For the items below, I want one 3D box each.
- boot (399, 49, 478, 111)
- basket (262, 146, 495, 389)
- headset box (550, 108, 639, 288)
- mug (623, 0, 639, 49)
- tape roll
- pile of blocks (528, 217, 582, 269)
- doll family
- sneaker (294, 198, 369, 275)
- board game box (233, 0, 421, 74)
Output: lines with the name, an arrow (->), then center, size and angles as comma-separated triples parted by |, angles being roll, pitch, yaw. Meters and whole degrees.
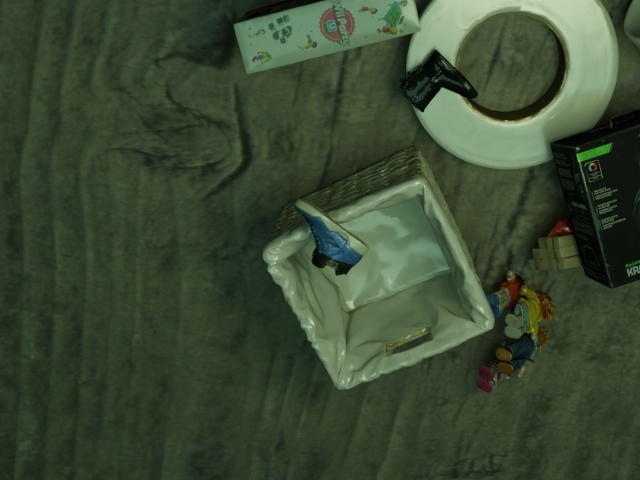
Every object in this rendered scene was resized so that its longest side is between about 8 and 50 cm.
boot -> 0.210, -0.273, 1.880 | 0.121, 0.045, 0.099 | 43, 105, -6
basket -> 0.109, 0.041, 1.964 | 0.328, 0.266, 0.331 | -24, 109, 11
headset box -> 0.569, -0.092, 1.849 | 0.246, 0.131, 0.283 | -17, 100, -4
mug -> 0.762, -0.383, 1.795 | 0.328, 0.276, 0.374 | 38, 78, -18
tape roll -> 0.347, -0.324, 1.916 | 0.392, 0.072, 0.392 | 1, 111, 3
pile of blocks -> 0.577, -0.025, 2.006 | 0.362, 0.149, 0.112 | -9, 92, -4
doll family -> 0.403, 0.188, 2.075 | 0.118, 0.163, 0.262 | 16, 116, 31
sneaker -> 0.000, 0.000, 1.783 | 0.152, 0.058, 0.084 | 37, 97, -14
board game box -> 0.016, -0.386, 1.823 | 0.303, 0.224, 0.097 | -13, 108, 7
